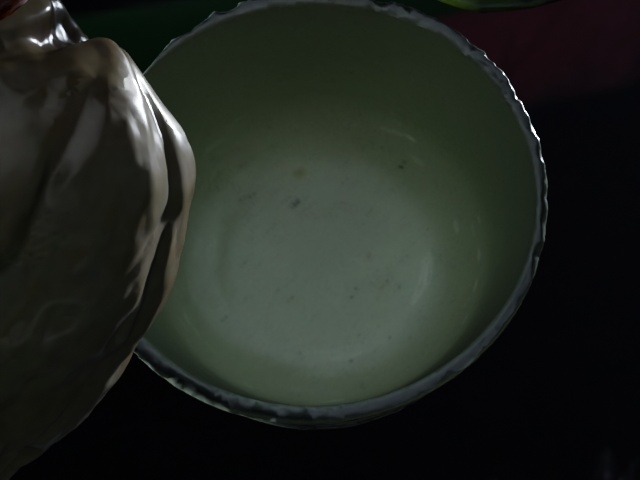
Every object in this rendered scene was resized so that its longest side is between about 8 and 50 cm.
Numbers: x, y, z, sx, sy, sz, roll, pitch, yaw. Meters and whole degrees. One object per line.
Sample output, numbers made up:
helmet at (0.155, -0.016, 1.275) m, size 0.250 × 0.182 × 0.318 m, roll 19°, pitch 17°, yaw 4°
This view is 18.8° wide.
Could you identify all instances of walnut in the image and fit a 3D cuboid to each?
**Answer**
walnut at (-0.149, 0.006, 0.642) m, size 0.178 × 0.230 × 0.178 m, roll 33°, pitch -157°, yaw -16°

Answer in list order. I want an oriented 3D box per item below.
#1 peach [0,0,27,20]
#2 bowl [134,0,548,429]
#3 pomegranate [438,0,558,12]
peach at (-0.083, -0.070, 0.399) m, size 0.098 × 0.061 × 0.098 m, roll -10°, pitch -169°, yaw 2°
bowl at (0.000, 0.000, 0.914) m, size 0.211 × 0.112 × 0.211 m, roll -1°, pitch -112°, yaw 4°
pomegranate at (0.071, -0.279, 0.975) m, size 0.285 × 0.285 × 0.341 m, roll 11°, pitch 170°, yaw 21°
